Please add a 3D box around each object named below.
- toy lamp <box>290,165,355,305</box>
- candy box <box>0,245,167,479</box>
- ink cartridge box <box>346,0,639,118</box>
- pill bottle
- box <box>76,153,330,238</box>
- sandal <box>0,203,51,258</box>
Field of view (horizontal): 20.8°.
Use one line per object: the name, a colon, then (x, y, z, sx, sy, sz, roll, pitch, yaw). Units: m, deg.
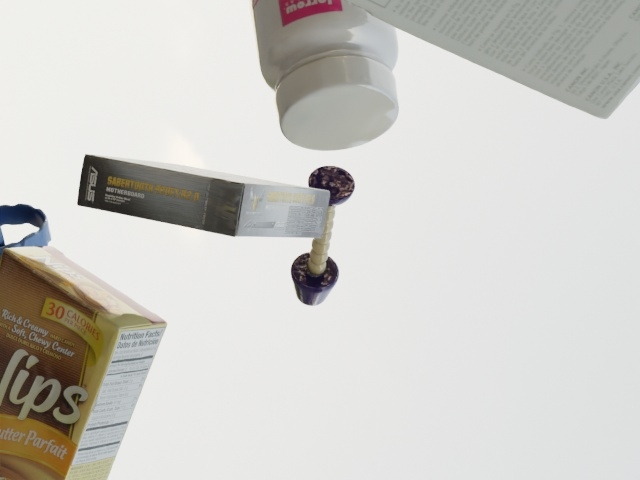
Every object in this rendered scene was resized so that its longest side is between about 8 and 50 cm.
toy lamp: (0.000, 0.000, 2.650, 0.080, 0.080, 0.275, 58, -26, 33)
candy box: (-0.305, 0.186, 1.883, 0.183, 0.087, 0.316, 31, -71, 28)
ink cartridge box: (0.168, -0.293, 1.435, 0.308, 0.385, 0.091, -51, -154, 37)
pill bottle: (0.002, -0.255, 1.975, 0.160, 0.160, 0.283, 123, -37, -53)
box: (-0.117, -0.044, 1.812, 0.183, 0.231, 0.056, 10, -86, 22)
sandal: (-0.418, -0.019, 1.930, 0.138, 0.317, 0.126, -53, -132, 4)
